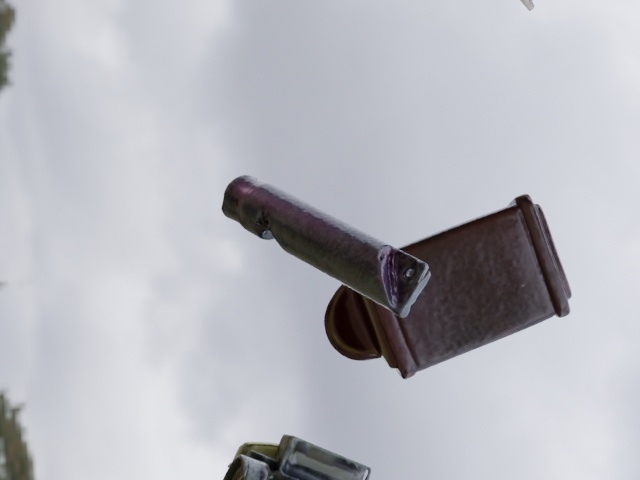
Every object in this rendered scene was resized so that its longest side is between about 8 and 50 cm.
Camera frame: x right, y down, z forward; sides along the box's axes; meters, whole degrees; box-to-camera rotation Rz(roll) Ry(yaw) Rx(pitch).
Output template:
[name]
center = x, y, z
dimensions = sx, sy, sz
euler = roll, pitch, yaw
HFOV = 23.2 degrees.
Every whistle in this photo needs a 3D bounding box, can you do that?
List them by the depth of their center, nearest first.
[whistle]
center = 0.000, 0.000, 0.907
dimensions = 0.176, 0.033, 0.033
euler = 28, -59, 48

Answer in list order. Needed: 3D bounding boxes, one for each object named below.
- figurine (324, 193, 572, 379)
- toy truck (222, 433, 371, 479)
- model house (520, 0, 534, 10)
[figurine]
center = 0.073, 0.027, 1.011
dimensions = 0.098, 0.154, 0.082
euler = -122, -169, -78
[toy truck]
center = -0.054, 0.270, 1.090
dimensions = 0.157, 0.124, 0.272
euler = 170, -57, -77
[model house]
center = 0.182, -0.254, 1.080
dimensions = 0.178, 0.206, 0.271
euler = 61, -25, 9
